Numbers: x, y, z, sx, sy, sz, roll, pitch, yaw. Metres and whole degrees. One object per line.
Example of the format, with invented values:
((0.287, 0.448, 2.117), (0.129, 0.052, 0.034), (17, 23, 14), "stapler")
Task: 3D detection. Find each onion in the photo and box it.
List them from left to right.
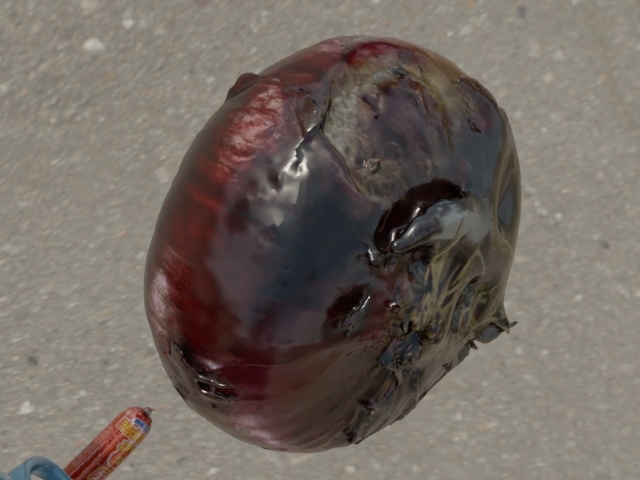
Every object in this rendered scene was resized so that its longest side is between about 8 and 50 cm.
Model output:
((0.000, 0.000, 0.951), (0.314, 0.232, 0.314), (-36, 140, -36), "onion")

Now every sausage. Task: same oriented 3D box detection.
((-0.191, 0.189, 1.170), (0.129, 0.034, 0.034), (-44, 102, -5), "sausage")

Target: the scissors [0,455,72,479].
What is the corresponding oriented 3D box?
((-0.193, 0.169, 0.824), (0.030, 0.256, 0.125), (-34, 63, 4), "scissors")
